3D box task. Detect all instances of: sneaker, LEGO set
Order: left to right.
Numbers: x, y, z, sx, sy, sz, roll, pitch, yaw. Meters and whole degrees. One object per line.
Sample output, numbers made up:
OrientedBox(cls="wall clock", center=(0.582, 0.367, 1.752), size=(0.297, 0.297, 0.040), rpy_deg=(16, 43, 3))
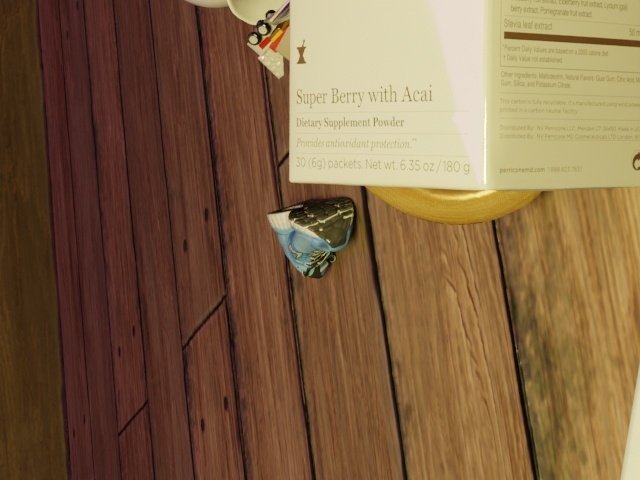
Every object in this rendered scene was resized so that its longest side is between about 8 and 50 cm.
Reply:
OrientedBox(cls="sneaker", center=(0.000, 0.000, 1.469), size=(0.162, 0.063, 0.073), rpy_deg=(-169, 61, -75))
OrientedBox(cls="LEGO set", center=(0.018, -0.235, 1.320), size=(0.182, 0.060, 0.244), rpy_deg=(-50, 12, -8))

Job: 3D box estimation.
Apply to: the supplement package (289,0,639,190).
OrientedBox(cls="supplement package", center=(0.098, -0.178, 0.899), size=(0.177, 0.175, 0.293), rpy_deg=(4, 96, 51))

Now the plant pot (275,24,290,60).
OrientedBox(cls="plant pot", center=(0.046, -0.173, 1.209), size=(0.096, 0.109, 0.109), rpy_deg=(44, 152, 2))

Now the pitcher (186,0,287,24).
OrientedBox(cls="pitcher", center=(-0.092, -0.333, 1.634), size=(0.207, 0.125, 0.178), rpy_deg=(31, 100, 56))

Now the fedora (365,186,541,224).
OrientedBox(cls="fedora", center=(0.097, -0.107, 1.071), size=(0.079, 0.194, 0.194), rpy_deg=(-9, -80, -69))

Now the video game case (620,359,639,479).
OrientedBox(cls="video game case", center=(0.251, 0.132, 0.567), size=(0.329, 0.036, 0.300), rpy_deg=(23, 115, 46))
